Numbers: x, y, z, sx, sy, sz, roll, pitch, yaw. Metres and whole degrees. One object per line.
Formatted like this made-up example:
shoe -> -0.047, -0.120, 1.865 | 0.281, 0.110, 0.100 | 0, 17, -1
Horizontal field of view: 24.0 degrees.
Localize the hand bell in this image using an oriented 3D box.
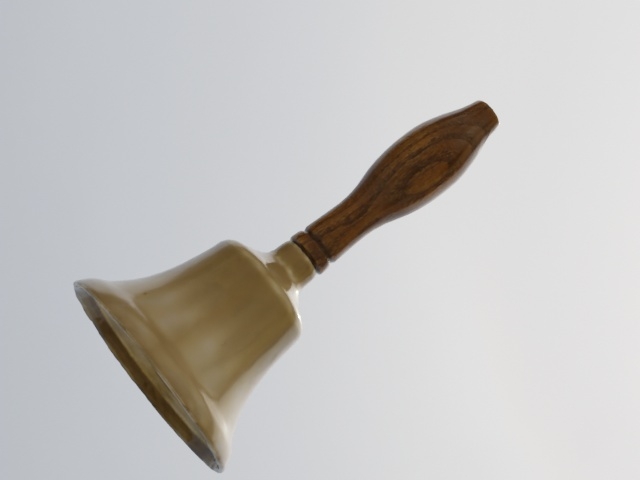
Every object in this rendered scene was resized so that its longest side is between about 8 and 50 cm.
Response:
hand bell -> 0.000, 0.000, 0.815 | 0.242, 0.126, 0.126 | -39, -90, -14
